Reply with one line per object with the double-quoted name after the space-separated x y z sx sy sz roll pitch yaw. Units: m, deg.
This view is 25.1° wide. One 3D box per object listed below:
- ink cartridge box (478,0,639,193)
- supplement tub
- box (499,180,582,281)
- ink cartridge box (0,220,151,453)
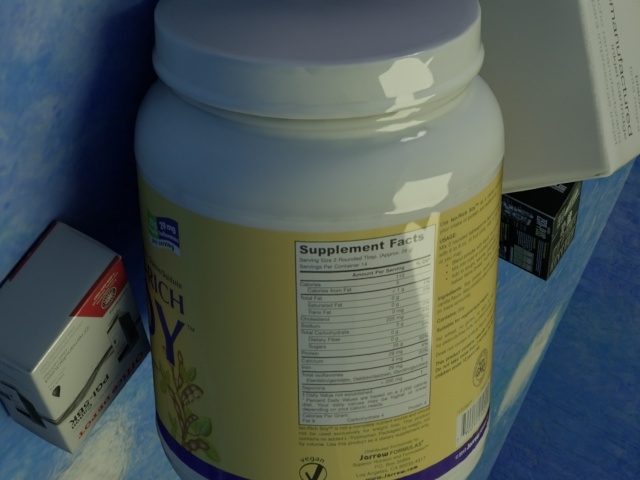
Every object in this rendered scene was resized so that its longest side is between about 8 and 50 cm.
0.188 -0.211 1.182 0.395 0.166 0.285 -27 108 -62 "ink cartridge box"
0.000 0.000 0.963 0.241 0.241 0.331 -41 137 -50 "supplement tub"
0.240 -0.047 1.782 0.077 0.147 0.180 -56 161 -19 "box"
-0.169 0.067 0.952 0.099 0.056 0.135 -55 161 -24 "ink cartridge box"
